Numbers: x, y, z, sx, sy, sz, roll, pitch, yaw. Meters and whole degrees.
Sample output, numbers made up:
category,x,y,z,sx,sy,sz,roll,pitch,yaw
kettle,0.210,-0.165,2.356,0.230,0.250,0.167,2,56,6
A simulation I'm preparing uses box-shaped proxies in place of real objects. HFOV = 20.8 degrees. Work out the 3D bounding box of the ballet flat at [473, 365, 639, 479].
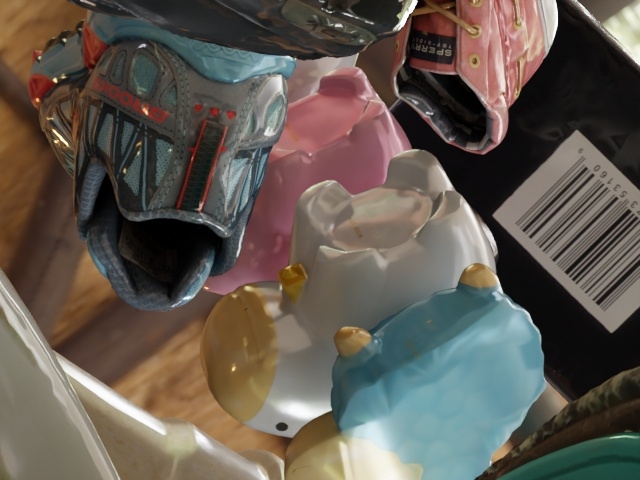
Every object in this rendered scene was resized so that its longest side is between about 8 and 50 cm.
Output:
category,x,y,z,sx,sy,sz,roll,pitch,yaw
ballet flat,0.173,0.075,0.488,0.182,0.483,0.164,-14,-113,-29

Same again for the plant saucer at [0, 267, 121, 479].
category,x,y,z,sx,sy,sz,roll,pitch,yaw
plant saucer,-0.106,0.156,0.486,0.400,0.100,0.401,-23,-90,-88

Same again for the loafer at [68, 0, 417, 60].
category,x,y,z,sx,sy,sz,roll,pitch,yaw
loafer,-0.071,-0.089,0.282,0.223,0.078,0.076,28,-108,-42

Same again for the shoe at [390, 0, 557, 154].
category,x,y,z,sx,sy,sz,roll,pitch,yaw
shoe,0.063,-0.118,0.803,0.081,0.063,0.178,-65,-31,-25

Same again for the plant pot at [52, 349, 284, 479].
category,x,y,z,sx,sy,sz,roll,pitch,yaw
plant pot,-0.234,0.143,0.870,0.305,0.334,0.334,43,-150,-13

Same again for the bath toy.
category,x,y,z,sx,sy,sz,roll,pitch,yaw
bath toy,0.000,0.000,0.891,0.348,0.151,0.129,-113,1,-53

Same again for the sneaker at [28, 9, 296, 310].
category,x,y,z,sx,sy,sz,roll,pitch,yaw
sneaker,-0.081,-0.031,0.763,0.104,0.262,0.125,10,-101,-10

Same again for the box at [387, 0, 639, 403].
category,x,y,z,sx,sy,sz,roll,pitch,yaw
box,0.193,-0.013,1.159,0.296,0.183,0.294,45,-167,4
